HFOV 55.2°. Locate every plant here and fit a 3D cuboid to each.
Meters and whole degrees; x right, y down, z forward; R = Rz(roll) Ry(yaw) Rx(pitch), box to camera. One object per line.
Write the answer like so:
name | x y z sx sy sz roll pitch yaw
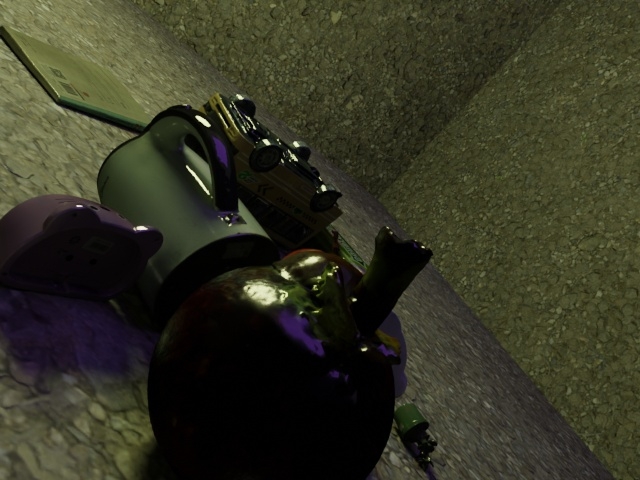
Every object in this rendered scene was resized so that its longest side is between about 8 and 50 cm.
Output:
plant | 0.155 0.310 0.965 0.051 0.051 0.102 29 23 -49

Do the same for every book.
book | -0.454 -0.301 1.183 0.215 0.025 0.282 48 13 18

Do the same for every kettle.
kettle | -0.165 -0.042 0.750 0.161 0.221 0.236 -4 43 -42

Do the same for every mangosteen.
mangosteen | -0.018 0.102 0.538 0.231 0.289 0.231 28 30 -18

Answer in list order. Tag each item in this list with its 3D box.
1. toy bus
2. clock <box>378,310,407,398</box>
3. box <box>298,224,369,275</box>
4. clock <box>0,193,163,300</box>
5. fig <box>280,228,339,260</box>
toy bus | -0.121 -0.127 1.244 0.365 0.202 0.177 33 22 -51
clock | 0.001 0.135 0.840 0.189 0.189 0.254 40 -1 -13
box | 0.000 0.000 1.435 0.345 0.097 0.134 50 13 30
clock | -0.238 0.001 0.609 0.050 0.110 0.152 53 14 27
fig | -0.017 0.063 1.099 0.128 0.150 0.128 28 -28 17
